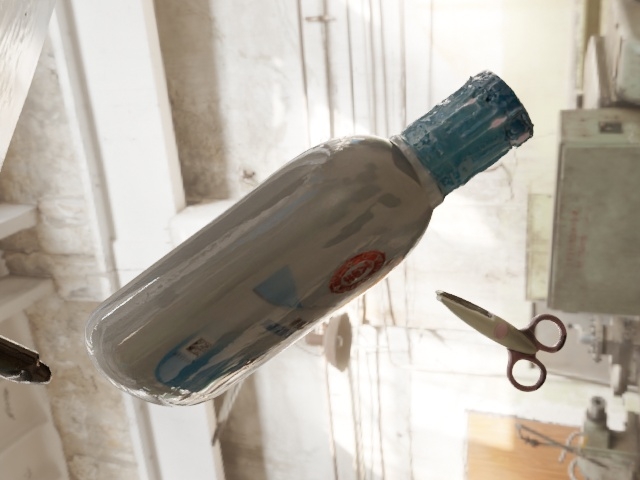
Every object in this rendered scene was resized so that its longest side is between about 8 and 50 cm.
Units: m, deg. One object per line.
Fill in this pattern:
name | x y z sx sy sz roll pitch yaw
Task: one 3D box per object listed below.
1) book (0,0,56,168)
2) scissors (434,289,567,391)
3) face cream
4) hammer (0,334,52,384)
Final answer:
book | -0.207 -0.209 0.388 0.374 0.028 0.262 127 149 -61
scissors | 0.176 0.090 0.626 0.176 0.022 0.085 29 -91 -26
face cream | 0.000 0.000 0.467 0.080 0.337 0.163 57 -175 28
hammer | -0.189 0.019 0.259 0.178 0.065 0.021 37 -153 -27
